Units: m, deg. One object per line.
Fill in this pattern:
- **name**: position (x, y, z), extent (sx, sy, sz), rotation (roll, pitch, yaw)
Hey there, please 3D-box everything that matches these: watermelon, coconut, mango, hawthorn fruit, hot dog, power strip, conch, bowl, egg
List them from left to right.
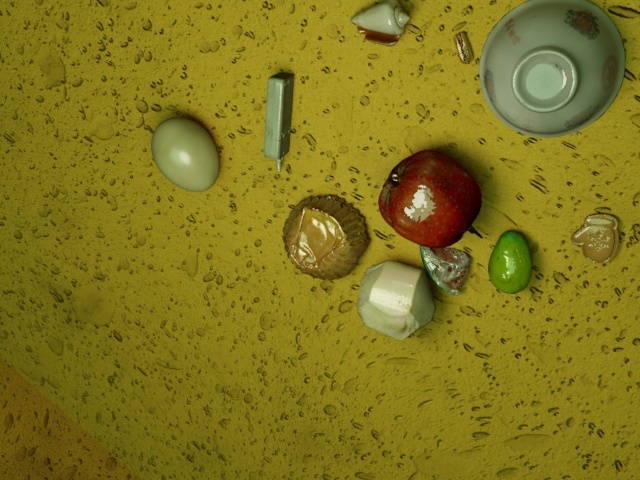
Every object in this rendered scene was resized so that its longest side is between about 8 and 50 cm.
- **egg**: position (-0.404, -0.258, 2.034), extent (0.186, 0.186, 0.242), rotation (-28, 106, 31)
- **power strip**: position (-0.120, -0.330, 1.931), extent (0.053, 0.093, 0.288), rotation (13, 118, 14)
- **conch**: position (0.151, -0.550, 1.712), extent (0.176, 0.094, 0.104), rotation (-7, 150, 31)
- **coconut**: position (0.226, 0.172, 1.952), extent (0.241, 0.241, 0.241), rotation (10, 117, 19)
- **hawthorn fruit**: position (0.311, -0.087, 1.784), extent (0.300, 0.254, 0.254), rotation (36, 124, -15)
- **watermelon**: position (0.362, 0.072, 1.932), extent (0.139, 0.071, 0.187), rotation (-31, 98, 27)
- **hot dog**: position (0.358, -0.481, 1.695), extent (0.037, 0.021, 0.083), rotation (-17, 105, 30)
- **mango**: position (0.517, 0.062, 1.840), extent (0.119, 0.100, 0.179), rotation (6, 108, 24)
- **bowl**: position (0.532, -0.389, 1.584), extent (0.345, 0.157, 0.346), rotation (10, 118, 20)

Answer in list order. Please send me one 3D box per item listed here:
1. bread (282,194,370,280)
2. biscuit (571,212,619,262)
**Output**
- **bread**: position (0.000, 0.000, 2.007), extent (0.274, 0.149, 0.274), rotation (8, 110, 22)
- **biscuit**: position (0.719, -0.004, 1.765), extent (0.118, 0.023, 0.140), rotation (-3, 113, 24)
